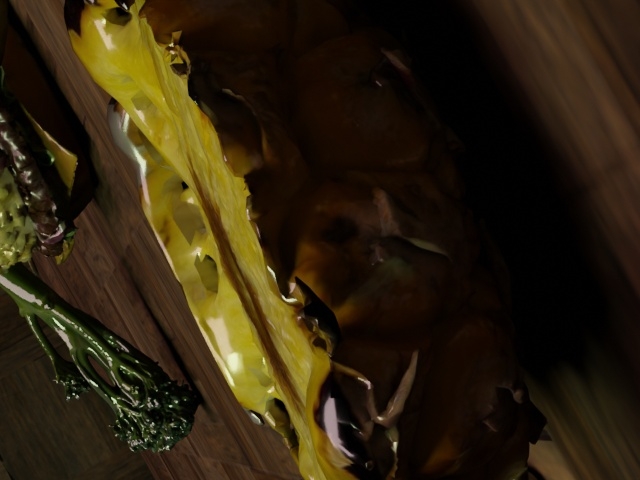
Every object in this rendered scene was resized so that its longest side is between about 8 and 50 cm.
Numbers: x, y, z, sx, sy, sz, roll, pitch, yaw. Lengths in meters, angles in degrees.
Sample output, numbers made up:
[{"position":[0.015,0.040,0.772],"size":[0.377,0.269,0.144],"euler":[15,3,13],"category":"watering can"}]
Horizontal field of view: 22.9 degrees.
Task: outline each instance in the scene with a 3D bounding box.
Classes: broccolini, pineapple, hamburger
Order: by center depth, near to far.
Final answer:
[{"position":[0.000,0.000,0.434],"size":[0.225,0.076,0.225],"euler":[59,167,22],"category":"pineapple"},{"position":[-0.270,-0.081,1.189],"size":[0.243,0.138,0.262],"euler":[57,167,16],"category":"hamburger"},{"position":[-0.267,0.046,1.307],"size":[0.392,0.074,0.079],"euler":[36,165,2],"category":"broccolini"}]

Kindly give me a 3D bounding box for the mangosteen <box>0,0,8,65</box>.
[{"position":[-0.187,-0.160,0.386],"size":[0.346,0.307,0.307],"euler":[20,146,29],"category":"mangosteen"}]

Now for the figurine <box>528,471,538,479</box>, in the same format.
[{"position":[0.066,0.118,0.504],"size":[0.083,0.050,0.047],"euler":[58,162,12],"category":"figurine"}]
